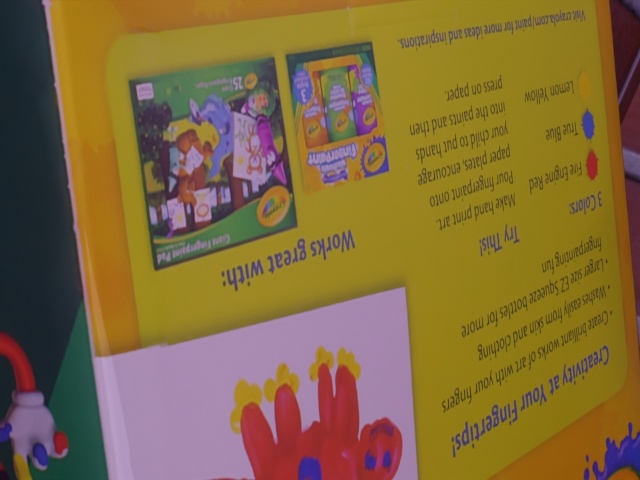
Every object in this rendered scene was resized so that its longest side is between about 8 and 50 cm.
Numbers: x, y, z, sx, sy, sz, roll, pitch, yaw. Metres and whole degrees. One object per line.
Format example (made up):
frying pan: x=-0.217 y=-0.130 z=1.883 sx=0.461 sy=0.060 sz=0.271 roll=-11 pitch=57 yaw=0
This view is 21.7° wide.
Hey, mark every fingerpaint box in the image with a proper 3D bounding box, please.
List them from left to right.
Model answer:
fingerpaint box: x=-0.013 y=0.056 z=0.766 sx=0.445 sy=0.163 sz=0.371 roll=-19 pitch=105 yaw=-55
